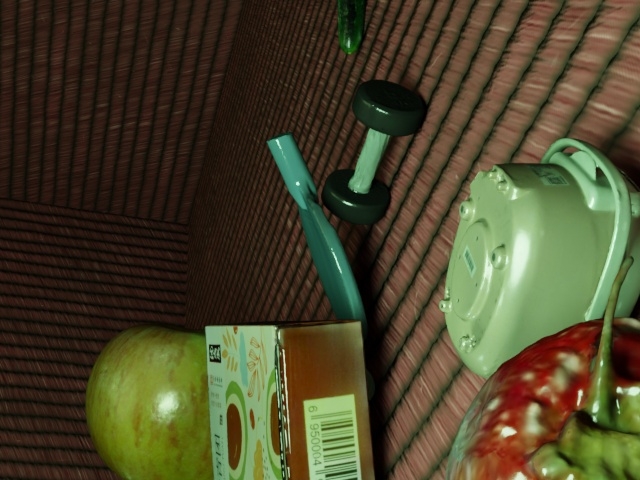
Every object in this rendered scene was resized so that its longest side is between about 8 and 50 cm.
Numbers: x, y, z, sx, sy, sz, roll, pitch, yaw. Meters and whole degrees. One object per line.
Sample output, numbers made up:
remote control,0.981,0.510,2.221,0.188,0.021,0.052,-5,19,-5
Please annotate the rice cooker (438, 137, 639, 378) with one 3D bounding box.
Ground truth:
rice cooker,0.173,0.023,0.641,0.145,0.127,0.206,-109,22,-58

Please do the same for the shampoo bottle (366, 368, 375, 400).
shampoo bottle,0.021,0.247,1.203,0.204,0.065,0.065,121,153,-56

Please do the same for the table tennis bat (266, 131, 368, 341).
table tennis bat,0.000,0.000,1.173,0.215,0.044,0.329,-142,30,-77

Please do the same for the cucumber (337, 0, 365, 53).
cucumber,0.061,-0.469,1.446,0.056,0.056,0.284,156,122,-72

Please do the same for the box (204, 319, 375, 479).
box,-0.055,0.288,1.142,0.385,0.122,0.344,164,102,-68

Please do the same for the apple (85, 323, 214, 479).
apple,-0.263,0.335,1.584,0.400,0.401,0.333,160,114,-73

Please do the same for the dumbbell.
dumbbell,0.072,-0.123,1.133,0.100,0.100,0.191,-101,25,-50

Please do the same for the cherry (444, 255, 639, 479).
cherry,0.163,0.155,0.515,0.249,0.175,0.192,120,163,-57
